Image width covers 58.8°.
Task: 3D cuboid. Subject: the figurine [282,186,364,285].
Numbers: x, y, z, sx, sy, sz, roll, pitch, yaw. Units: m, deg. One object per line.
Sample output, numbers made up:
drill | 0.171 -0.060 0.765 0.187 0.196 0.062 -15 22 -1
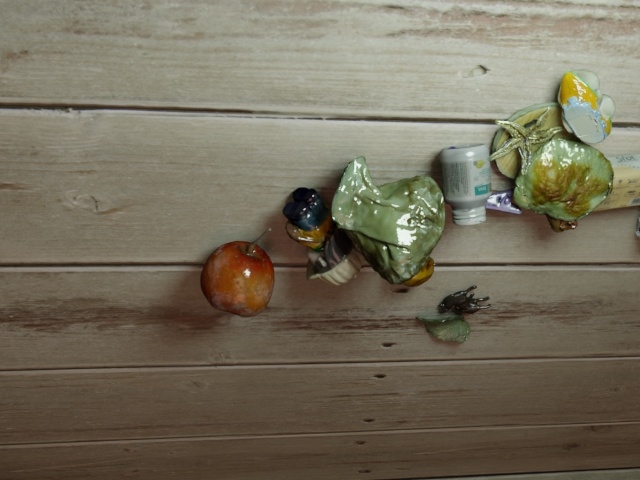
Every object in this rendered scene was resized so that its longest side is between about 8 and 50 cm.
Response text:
figurine | 0.021 0.000 1.723 0.204 0.185 0.332 16 147 27

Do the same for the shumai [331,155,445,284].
shumai | 0.157 -0.061 1.582 0.291 0.330 0.288 -14 151 41

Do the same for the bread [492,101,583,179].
bread | 0.618 -0.280 1.620 0.266 0.041 0.267 -3 133 -3

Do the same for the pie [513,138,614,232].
pie | 0.701 -0.164 1.636 0.274 0.106 0.257 30 125 -18

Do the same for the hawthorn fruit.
hawthorn fruit | -0.259 0.108 1.784 0.234 0.263 0.231 1 171 4

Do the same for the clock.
clock | 0.697 -0.355 1.487 0.103 0.144 0.231 -12 135 46

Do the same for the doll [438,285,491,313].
doll | 0.523 0.228 2.091 0.165 0.057 0.139 -29 133 31

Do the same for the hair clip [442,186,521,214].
hair clip | 0.490 -0.111 1.721 0.278 0.137 0.091 -8 99 0

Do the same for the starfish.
starfish | 0.544 -0.284 1.546 0.175 0.053 0.208 32 116 -19

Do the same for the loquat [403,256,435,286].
loquat | 0.319 0.093 1.898 0.137 0.113 0.137 -17 130 -21

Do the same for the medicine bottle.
medicine bottle | 0.410 -0.156 1.594 0.134 0.135 0.216 -8 102 1

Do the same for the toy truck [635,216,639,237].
toy truck | 1.080 -0.078 1.824 0.110 0.116 0.216 -16 141 10

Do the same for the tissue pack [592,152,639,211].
tissue pack | 0.895 -0.174 1.723 0.222 0.090 0.186 -7 136 2

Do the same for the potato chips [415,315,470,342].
potato chips | 0.480 0.332 2.184 0.167 0.059 0.228 -24 137 24
